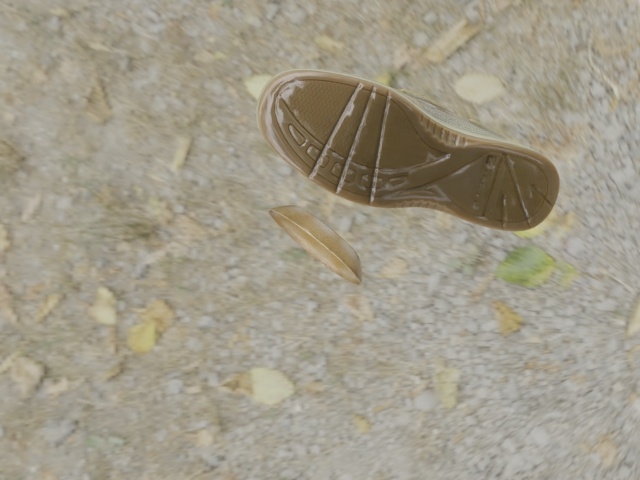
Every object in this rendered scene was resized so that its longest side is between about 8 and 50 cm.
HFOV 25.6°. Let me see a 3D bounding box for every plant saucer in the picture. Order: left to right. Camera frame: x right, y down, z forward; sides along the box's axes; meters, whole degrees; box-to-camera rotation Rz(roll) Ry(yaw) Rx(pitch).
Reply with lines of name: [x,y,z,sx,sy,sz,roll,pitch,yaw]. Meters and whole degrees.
plant saucer: [0.000,0.000,0.977,0.083,0.083,0.015,38,82,14]

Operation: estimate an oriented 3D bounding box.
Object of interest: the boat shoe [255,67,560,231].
boat shoe: [0.074,-0.088,1.310,0.302,0.098,0.109,15,104,-20]
